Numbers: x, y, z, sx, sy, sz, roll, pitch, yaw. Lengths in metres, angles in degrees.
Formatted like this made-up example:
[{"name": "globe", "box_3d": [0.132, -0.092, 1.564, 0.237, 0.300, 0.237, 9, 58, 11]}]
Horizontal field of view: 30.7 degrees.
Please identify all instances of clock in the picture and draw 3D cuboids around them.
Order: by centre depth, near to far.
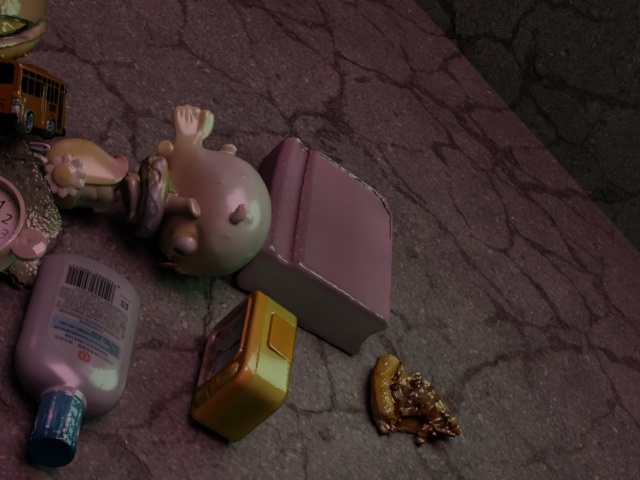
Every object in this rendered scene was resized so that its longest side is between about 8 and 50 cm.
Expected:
[{"name": "clock", "box_3d": [-0.484, -0.019, 1.611, 0.229, 0.063, 0.156, 20, 56, 6]}, {"name": "clock", "box_3d": [-0.113, 0.186, 1.748, 0.096, 0.143, 0.202, 34, 32, -18]}]

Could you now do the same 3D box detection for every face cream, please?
[{"name": "face cream", "box_3d": [-0.336, 0.161, 1.592, 0.163, 0.080, 0.337, 29, 35, -22]}]

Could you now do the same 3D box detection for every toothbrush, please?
[{"name": "toothbrush", "box_3d": [-0.487, -0.151, 1.779, 0.162, 0.014, 0.017, 10, 19, 15]}]

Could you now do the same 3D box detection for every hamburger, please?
[{"name": "hamburger", "box_3d": [-0.574, -0.368, 1.824, 0.300, 0.176, 0.300, 11, 18, -4]}]

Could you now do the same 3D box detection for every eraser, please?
[{"name": "eraser", "box_3d": [0.000, 0.000, 2.113, 0.272, 0.122, 0.359, 32, 34, -17]}]

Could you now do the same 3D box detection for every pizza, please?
[{"name": "pizza", "box_3d": [0.171, 0.286, 2.008, 0.193, 0.069, 0.154, 29, 33, -18]}]

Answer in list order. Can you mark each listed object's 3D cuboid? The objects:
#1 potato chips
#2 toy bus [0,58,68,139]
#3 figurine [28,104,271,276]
[{"name": "potato chips", "box_3d": [-0.458, -0.046, 1.715, 0.167, 0.059, 0.228, 22, 52, -9]}, {"name": "toy bus", "box_3d": [-0.465, -0.216, 1.789, 0.098, 0.114, 0.201, 5, 0, 8]}, {"name": "figurine", "box_3d": [-0.269, -0.096, 1.860, 0.394, 0.226, 0.275, 12, 77, -16]}]
